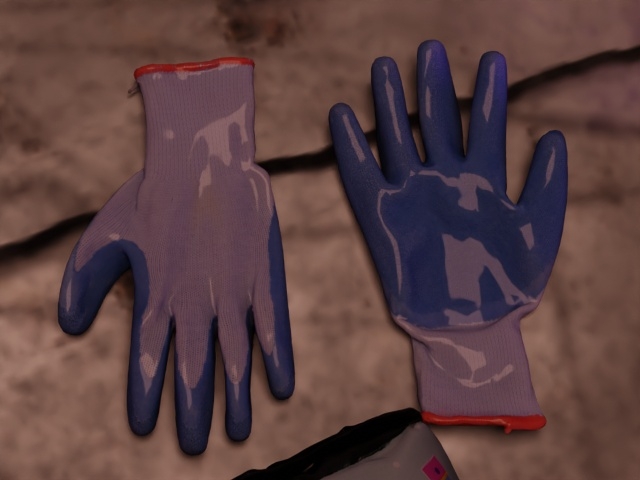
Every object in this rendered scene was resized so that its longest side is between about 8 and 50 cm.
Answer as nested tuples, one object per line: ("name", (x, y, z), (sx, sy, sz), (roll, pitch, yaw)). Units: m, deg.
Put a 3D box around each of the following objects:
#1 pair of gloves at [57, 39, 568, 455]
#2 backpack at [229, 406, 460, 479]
("pair of gloves", (0.000, 0.000, 0.697), (0.198, 0.023, 0.159), (-1, 72, -7))
("backpack", (-0.020, 0.136, 0.599), (0.182, 0.152, 0.115), (-28, 83, -26))
